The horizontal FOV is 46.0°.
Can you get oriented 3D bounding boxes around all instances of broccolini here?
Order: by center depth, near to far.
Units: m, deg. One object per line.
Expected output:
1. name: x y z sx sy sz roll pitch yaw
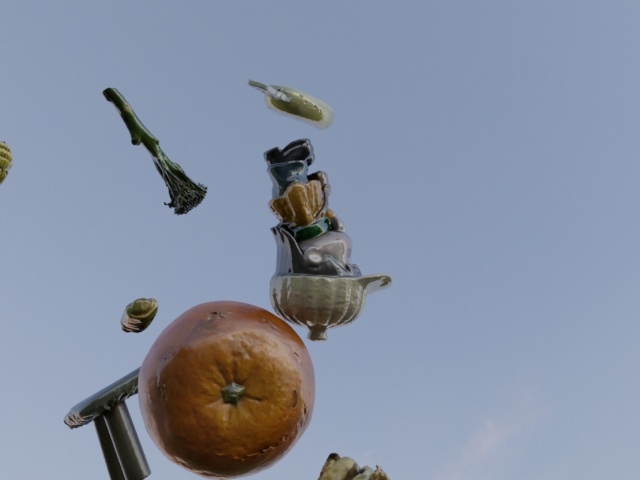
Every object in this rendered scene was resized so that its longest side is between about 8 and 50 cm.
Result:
1. broccolini: -0.251 -0.137 1.135 0.067 0.058 0.216 -34 -85 21

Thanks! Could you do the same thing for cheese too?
1. cheese: -0.066 -0.254 1.350 0.127 0.255 0.050 22 -85 20

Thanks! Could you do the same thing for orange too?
1. orange: -0.149 0.238 1.210 0.284 0.283 0.226 4 -13 -10

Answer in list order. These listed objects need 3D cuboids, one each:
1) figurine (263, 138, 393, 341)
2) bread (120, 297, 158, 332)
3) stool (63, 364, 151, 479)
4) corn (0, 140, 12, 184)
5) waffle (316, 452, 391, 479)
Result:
1. figurine: -0.030 0.004 1.316 0.204 0.185 0.332 -31 -95 2
2. bread: -0.258 0.108 1.076 0.049 0.033 0.088 -13 -18 -30
3. stool: -0.408 0.415 1.783 0.226 0.310 0.310 57 -31 3
4. corn: -0.483 -0.108 0.973 0.085 0.063 0.165 -31 -22 27
5. waffle: 0.017 0.467 1.014 0.091 0.308 0.213 10 -31 36
